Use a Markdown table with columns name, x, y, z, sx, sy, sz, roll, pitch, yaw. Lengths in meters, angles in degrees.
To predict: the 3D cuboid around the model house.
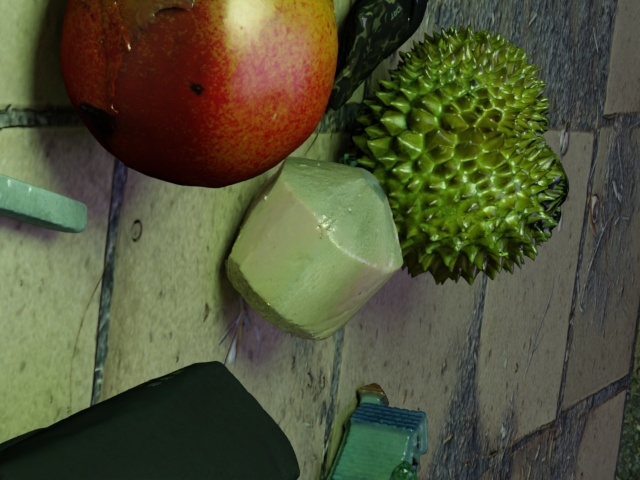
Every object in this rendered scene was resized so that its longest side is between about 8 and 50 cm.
| name | x | y | z | sx | sy | sz | roll | pitch | yaw |
| --- | --- | --- | --- | --- | --- | --- | --- | --- | --- |
| model house | 0.078 | 0.236 | 1.878 | 0.148 | 0.119 | 0.149 | 60 | 37 | -56 |

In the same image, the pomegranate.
| name | x | y | z | sx | sy | sz | roll | pitch | yaw |
| --- | --- | --- | --- | --- | --- | --- | --- | --- | --- |
| pomegranate | -0.082 | -0.152 | 1.214 | 0.210 | 0.210 | 0.235 | -30 | 143 | -61 |

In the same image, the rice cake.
| name | x | y | z | sx | sy | sz | roll | pitch | yaw |
| --- | --- | --- | --- | --- | --- | --- | --- | --- | --- |
| rice cake | -0.216 | -0.030 | 1.177 | 0.171 | 0.033 | 0.029 | 19 | 78 | -66 |

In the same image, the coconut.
| name | x | y | z | sx | sy | sz | roll | pitch | yaw |
| --- | --- | --- | --- | --- | --- | --- | --- | --- | --- |
| coconut | 0.000 | 0.000 | 1.529 | 0.153 | 0.147 | 0.147 | -51 | 166 | 21 |

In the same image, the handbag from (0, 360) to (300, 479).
| name | x | y | z | sx | sy | sz | roll | pitch | yaw |
| --- | --- | --- | --- | --- | --- | --- | --- | --- | --- |
| handbag | -0.193 | 0.223 | 1.195 | 0.178 | 0.275 | 0.302 | 53 | 29 | 6 |

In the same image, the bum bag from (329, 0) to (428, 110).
| name | x | y | z | sx | sy | sz | roll | pitch | yaw |
| --- | --- | --- | --- | --- | --- | --- | --- | --- | --- |
| bum bag | 0.071 | -0.235 | 1.718 | 0.102 | 0.069 | 0.248 | -49 | -173 | 47 |

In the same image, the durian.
| name | x | y | z | sx | sy | sz | roll | pitch | yaw |
| --- | --- | --- | --- | --- | --- | --- | --- | --- | --- |
| durian | 0.127 | -0.079 | 1.705 | 0.291 | 0.224 | 0.291 | 174 | -90 | -81 |
